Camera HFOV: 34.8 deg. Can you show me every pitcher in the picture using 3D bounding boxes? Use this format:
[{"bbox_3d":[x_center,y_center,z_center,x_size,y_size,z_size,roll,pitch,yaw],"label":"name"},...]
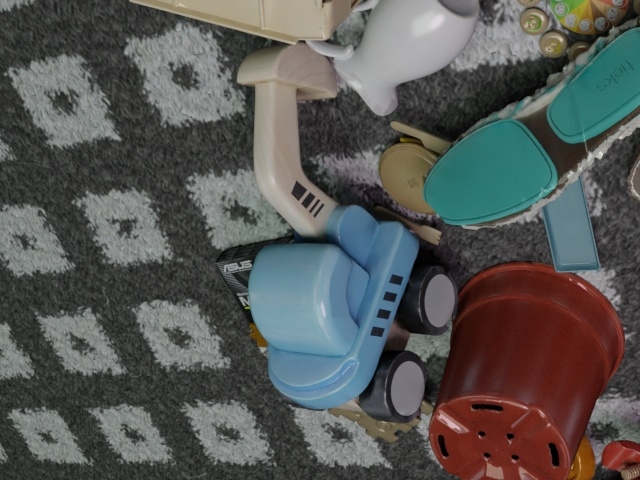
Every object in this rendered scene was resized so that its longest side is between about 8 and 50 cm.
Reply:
[{"bbox_3d":[0.089,-0.276,1.324,0.177,0.125,0.207,30,141,-18],"label":"pitcher"}]

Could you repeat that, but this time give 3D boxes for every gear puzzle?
[{"bbox_3d":[0.024,0.227,1.757,0.339,0.044,0.175,31,139,-6],"label":"gear puzzle"}]

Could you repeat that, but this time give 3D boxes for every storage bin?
[{"bbox_3d":[-0.065,-0.368,1.244,0.260,0.262,0.123,17,130,14],"label":"storage bin"}]

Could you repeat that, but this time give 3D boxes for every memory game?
[{"bbox_3d":[0.332,-0.299,1.268,0.186,0.012,0.186,13,128,17],"label":"memory game"}]

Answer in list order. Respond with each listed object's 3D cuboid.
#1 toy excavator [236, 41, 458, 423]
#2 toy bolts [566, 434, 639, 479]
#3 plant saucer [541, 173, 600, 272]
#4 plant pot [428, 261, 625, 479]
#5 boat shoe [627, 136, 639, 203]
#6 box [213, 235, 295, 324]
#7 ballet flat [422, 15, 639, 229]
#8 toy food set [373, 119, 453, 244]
[{"bbox_3d":[0.000,0.000,1.468,0.222,0.433,0.445,2,152,42],"label":"toy excavator"},{"bbox_3d":[0.496,0.358,1.626,0.218,0.158,0.228,64,151,27],"label":"toy bolts"},{"bbox_3d":[0.350,-0.038,1.448,0.067,0.018,0.192,-3,123,28],"label":"plant saucer"},{"bbox_3d":[0.291,0.216,1.499,0.272,0.265,0.272,13,128,17],"label":"plant pot"},{"bbox_3d":[0.464,-0.122,1.227,0.116,0.097,0.324,41,150,1],"label":"boat shoe"},{"bbox_3d":[-0.058,0.084,1.719,0.190,0.045,0.184,-10,122,31],"label":"box"},{"bbox_3d":[0.315,-0.138,1.313,0.147,0.147,0.409,47,129,-11],"label":"ballet flat"},{"bbox_3d":[0.147,-0.093,1.500,0.132,0.038,0.192,26,138,15],"label":"toy food set"}]
